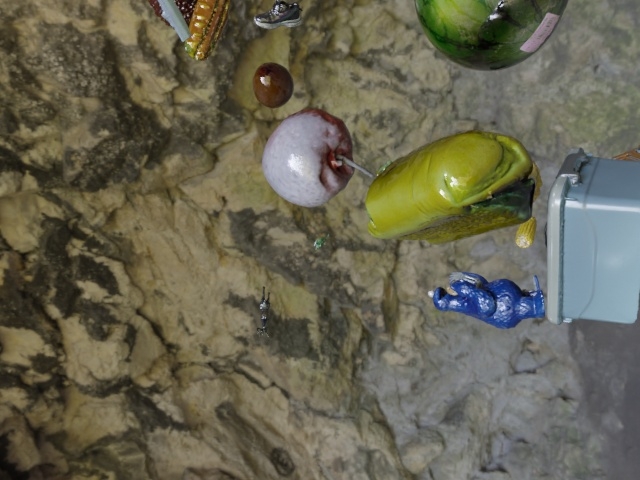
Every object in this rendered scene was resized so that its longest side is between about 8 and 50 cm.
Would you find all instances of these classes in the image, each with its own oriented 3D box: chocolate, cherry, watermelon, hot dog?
[{"bbox_3d":[-0.177,-0.589,1.944,0.176,0.176,0.177,5,-90,-73],"label":"chocolate"},{"bbox_3d":[-0.045,-0.258,1.717,0.291,0.334,0.327,17,-126,-44],"label":"cherry"},{"bbox_3d":[0.378,-0.566,1.168,0.363,0.362,0.364,5,-90,-73],"label":"watermelon"},{"bbox_3d":[-0.372,-0.729,1.730,0.115,0.072,0.269,13,-85,-52],"label":"hot dog"}]

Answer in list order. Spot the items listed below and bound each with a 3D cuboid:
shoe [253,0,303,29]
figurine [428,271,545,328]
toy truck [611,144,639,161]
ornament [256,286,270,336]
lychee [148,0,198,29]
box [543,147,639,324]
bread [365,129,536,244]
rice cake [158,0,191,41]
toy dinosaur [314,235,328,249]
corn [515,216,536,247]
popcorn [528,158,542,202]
[{"bbox_3d":[-0.140,-0.765,1.726,0.100,0.168,0.071,93,166,-46],"label":"shoe"},{"bbox_3d":[0.388,0.145,1.211,0.164,0.262,0.121,-20,-71,-57],"label":"figurine"},{"bbox_3d":[0.808,-0.129,1.272,0.338,0.184,0.133,-77,-33,-71],"label":"toy truck"},{"bbox_3d":[-0.133,0.174,1.222,0.125,0.028,0.074,-91,4,-57],"label":"ornament"},{"bbox_3d":[-0.480,-0.888,1.841,0.304,0.275,0.276,-118,16,-52],"label":"lychee"},{"bbox_3d":[0.377,-0.002,0.713,0.162,0.129,0.227,-45,-49,-43],"label":"box"},{"bbox_3d":[0.265,-0.108,1.097,0.376,0.250,0.209,164,108,-70],"label":"bread"},{"bbox_3d":[-0.366,-0.560,1.226,0.042,0.030,0.180,-35,-53,-11],"label":"rice cake"},{"bbox_3d":[0.000,0.000,1.990,0.083,0.021,0.062,-61,-28,-13],"label":"toy dinosaur"},{"bbox_3d":[0.792,-0.034,1.991,0.206,0.067,0.068,-48,-39,-49],"label":"corn"},{"bbox_3d":[0.667,-0.212,1.838,0.190,0.249,0.251,-161,73,-69],"label":"popcorn"}]
